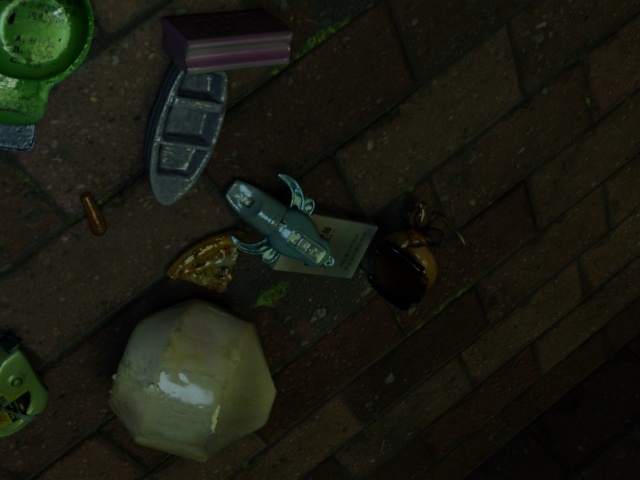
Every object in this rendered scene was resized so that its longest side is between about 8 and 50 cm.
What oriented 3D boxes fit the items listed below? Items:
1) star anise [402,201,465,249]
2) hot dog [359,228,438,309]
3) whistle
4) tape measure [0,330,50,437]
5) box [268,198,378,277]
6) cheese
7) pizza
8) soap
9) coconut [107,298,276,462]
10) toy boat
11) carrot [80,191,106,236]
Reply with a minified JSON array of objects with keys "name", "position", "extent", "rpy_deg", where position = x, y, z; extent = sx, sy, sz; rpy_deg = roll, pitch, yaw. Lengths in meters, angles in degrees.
[{"name":"star anise","position":[0.318,-0.030,1.946],"extent":[0.227,0.148,0.219],"rpy_deg":[-26,138,-33]},{"name":"hot dog","position":[0.200,0.051,1.880],"extent":[0.107,0.194,0.326],"rpy_deg":[-53,-179,-19]},{"name":"whistle","position":[-0.080,-0.029,1.607],"extent":[0.274,0.093,0.186],"rpy_deg":[37,95,-12]},{"name":"tape measure","position":[-0.628,0.300,1.517],"extent":[0.175,0.106,0.200],"rpy_deg":[-41,142,-25]},{"name":"box","position":[0.000,0.000,1.769],"extent":[0.242,0.067,0.155],"rpy_deg":[10,115,-41]},{"name":"cheese","position":[-0.459,-0.287,1.187],"extent":[0.203,0.083,0.321],"rpy_deg":[3,118,-40]},{"name":"pizza","position":[-0.241,0.067,1.666],"extent":[0.184,0.036,0.176],"rpy_deg":[-22,134,-21]},{"name":"soap","position":[-0.160,-0.345,1.334],"extent":[0.203,0.122,0.066],"rpy_deg":[-15,132,-28]},{"name":"coconut","position":[-0.257,0.299,1.648],"extent":[0.352,0.352,0.353],"rpy_deg":[-20,133,-23]},{"name":"toy boat","position":[-0.255,-0.197,1.415],"extent":[0.127,0.078,0.283],"rpy_deg":[2,122,-38]},{"name":"carrot","position":[-0.424,-0.048,1.444],"extent":[0.032,0.032,0.093],"rpy_deg":[-25,130,-18]}]
